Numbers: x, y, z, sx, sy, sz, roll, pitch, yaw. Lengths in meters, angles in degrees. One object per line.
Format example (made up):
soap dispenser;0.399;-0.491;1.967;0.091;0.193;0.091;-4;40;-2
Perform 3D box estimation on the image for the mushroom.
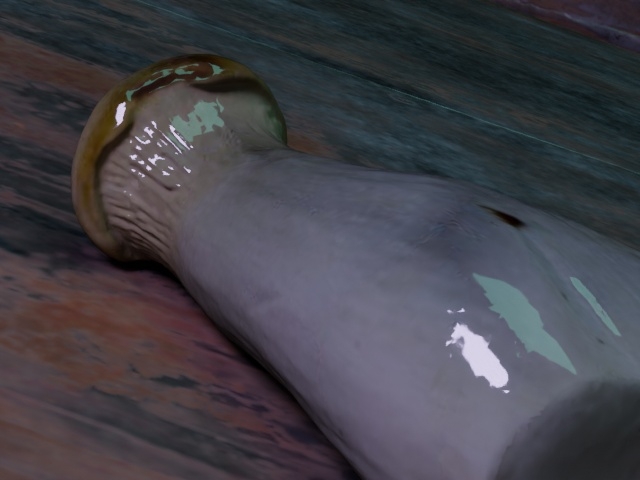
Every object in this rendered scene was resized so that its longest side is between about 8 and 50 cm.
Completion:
mushroom;0.025;0.020;0.598;0.159;0.122;0.329;18;10;-45
